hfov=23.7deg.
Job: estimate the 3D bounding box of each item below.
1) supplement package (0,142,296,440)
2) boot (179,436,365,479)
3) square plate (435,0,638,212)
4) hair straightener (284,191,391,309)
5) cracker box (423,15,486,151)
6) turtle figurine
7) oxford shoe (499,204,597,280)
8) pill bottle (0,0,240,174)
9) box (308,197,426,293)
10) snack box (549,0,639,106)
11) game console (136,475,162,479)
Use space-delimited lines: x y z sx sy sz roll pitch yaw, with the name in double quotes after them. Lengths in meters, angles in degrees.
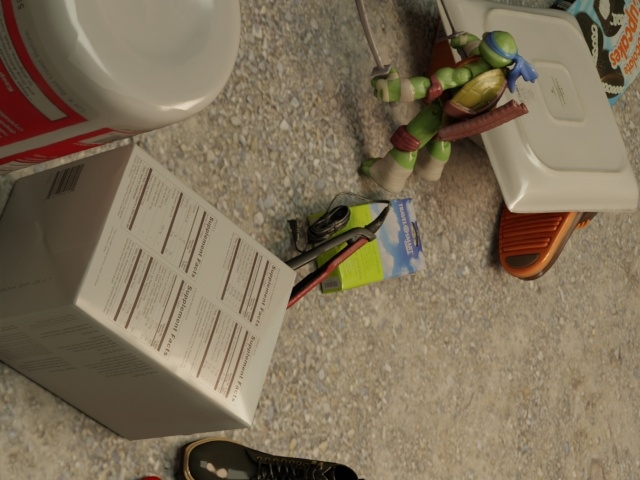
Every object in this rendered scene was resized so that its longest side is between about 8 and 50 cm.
-0.201 0.064 1.628 0.262 0.199 0.198 40 53 -36 "supplement package"
-0.055 0.270 1.793 0.198 0.137 0.077 18 68 -44 "boot"
0.336 -0.207 2.256 0.344 0.049 0.347 -1 69 -48 "square plate"
0.000 0.000 1.943 0.230 0.047 0.089 -36 101 -26 "hair straightener"
0.259 -0.226 2.310 0.232 0.067 0.156 34 56 -37 "cracker box"
0.138 -0.216 2.070 0.274 0.266 0.198 25 34 -5 "turtle figurine"
0.383 -0.053 2.369 0.133 0.130 0.364 58 45 -31 "oxford shoe"
-0.289 -0.183 1.428 0.229 0.407 0.229 14 71 -47 "pill bottle"
0.065 0.004 2.057 0.178 0.042 0.109 -11 90 -48 "box"
0.485 -0.358 2.599 0.322 0.060 0.187 -46 116 -43 "snack box"
-0.218 0.345 1.687 0.144 0.085 0.124 -11 58 -49 "game console"
